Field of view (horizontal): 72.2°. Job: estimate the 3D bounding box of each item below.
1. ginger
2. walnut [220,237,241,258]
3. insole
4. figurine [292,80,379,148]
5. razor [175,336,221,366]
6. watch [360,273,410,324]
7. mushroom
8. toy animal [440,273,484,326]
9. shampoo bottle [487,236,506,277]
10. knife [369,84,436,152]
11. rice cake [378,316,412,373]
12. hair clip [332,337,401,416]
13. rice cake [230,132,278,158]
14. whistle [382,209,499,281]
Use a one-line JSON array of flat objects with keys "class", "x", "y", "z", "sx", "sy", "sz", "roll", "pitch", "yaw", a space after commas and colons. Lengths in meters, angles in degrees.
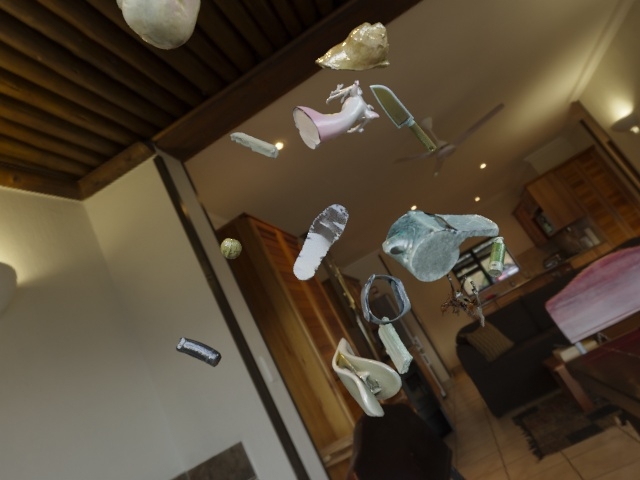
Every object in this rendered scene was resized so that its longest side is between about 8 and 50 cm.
[{"class": "ginger", "x": 0.081, "y": -0.494, "z": 1.128, "sx": 0.193, "sy": 0.115, "sz": 0.122, "roll": -7, "pitch": -43, "yaw": -1}, {"class": "walnut", "x": -0.367, "y": 0.034, "z": 1.805, "sx": 0.092, "sy": 0.092, "sz": 0.092, "roll": -26, "pitch": -17, "yaw": -9}, {"class": "insole", "x": 0.000, "y": 0.000, "z": 1.555, "sx": 0.327, "sy": 0.111, "sz": 0.007, "roll": -60, "pitch": -3, "yaw": -23}, {"class": "figurine", "x": 0.059, "y": -0.464, "z": 1.594, "sx": 0.316, "sy": 0.206, "sz": 0.284, "roll": -24, "pitch": 13, "yaw": -18}, {"class": "razor", "x": -0.402, "y": 0.367, "z": 1.452, "sx": 0.090, "sy": 0.148, "sz": 0.054, "roll": 109, "pitch": -175, "yaw": -64}, {"class": "watch", "x": 0.250, "y": 0.229, "z": 1.750, "sx": 0.193, "sy": 0.206, "sz": 0.068, "roll": -9, "pitch": -24, "yaw": -18}, {"class": "mushroom", "x": -0.492, "y": -0.702, "z": 1.295, "sx": 0.260, "sy": 0.235, "sz": 0.253, "roll": -47, "pitch": -37, "yaw": -52}, {"class": "toy animal", "x": 0.573, "y": 0.257, "z": 1.808, "sx": 0.087, "sy": 0.243, "sz": 0.259, "roll": -18, "pitch": -58, "yaw": -11}, {"class": "shampoo bottle", "x": 0.781, "y": 0.067, "z": 1.939, "sx": 0.065, "sy": 0.065, "sz": 0.204, "roll": -53, "pitch": 9, "yaw": 54}, {"class": "knife", "x": 0.285, "y": -0.409, "z": 1.499, "sx": 0.061, "sy": 0.027, "sz": 0.343, "roll": -37, "pitch": -59, "yaw": 22}, {"class": "rice cake", "x": 0.300, "y": 0.426, "z": 1.798, "sx": 0.038, "sy": 0.211, "sz": 0.124, "roll": -14, "pitch": -44, "yaw": -19}, {"class": "hair clip", "x": 0.112, "y": 0.364, "z": 1.130, "sx": 0.113, "sy": 0.172, "sz": 0.282, "roll": -37, "pitch": 6, "yaw": -17}, {"class": "rice cake", "x": -0.282, "y": -0.410, "z": 1.880, "sx": 0.057, "sy": 0.256, "sz": 0.052, "roll": -14, "pitch": -56, "yaw": -54}, {"class": "whistle", "x": 0.401, "y": -0.018, "z": 1.481, "sx": 0.405, "sy": 0.168, "sz": 0.188, "roll": -30, "pitch": -57, "yaw": -9}]
